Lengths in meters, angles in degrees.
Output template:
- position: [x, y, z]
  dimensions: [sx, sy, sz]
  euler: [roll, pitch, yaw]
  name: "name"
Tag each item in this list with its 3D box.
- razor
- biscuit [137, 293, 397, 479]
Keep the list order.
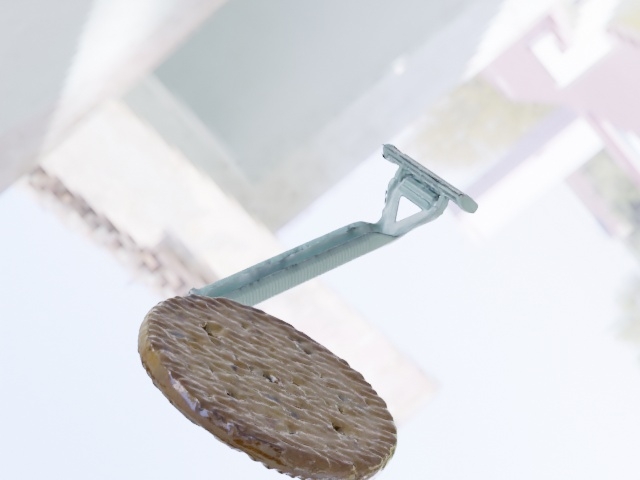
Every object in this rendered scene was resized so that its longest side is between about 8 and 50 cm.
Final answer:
- position: [0.000, 0.009, 1.701]
  dimensions: [0.111, 0.278, 0.056]
  euler: [37, 147, 41]
  name: "razor"
- position: [-0.035, 0.097, 1.250]
  dimensions: [0.187, 0.027, 0.188]
  euler: [25, -159, -11]
  name: "biscuit"
